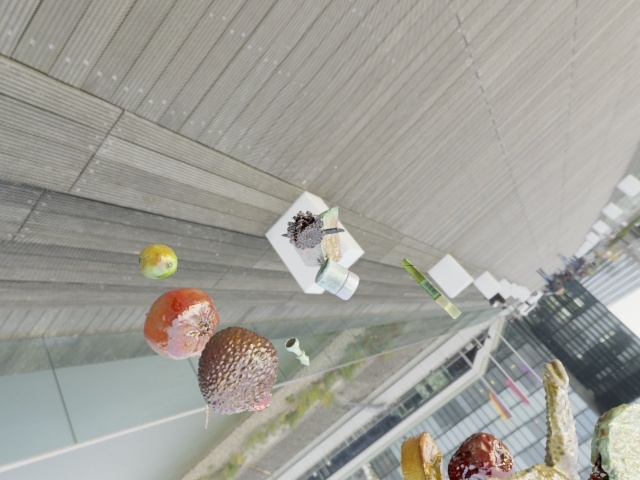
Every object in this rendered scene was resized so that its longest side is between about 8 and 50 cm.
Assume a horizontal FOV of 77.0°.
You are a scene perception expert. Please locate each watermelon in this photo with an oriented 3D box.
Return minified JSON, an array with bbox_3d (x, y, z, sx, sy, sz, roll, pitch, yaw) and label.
[{"bbox_3d":[-0.014,-0.007,1.916,0.264,0.151,0.302,-43,132,-56],"label":"watermelon"}]

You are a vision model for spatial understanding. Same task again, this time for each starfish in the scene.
[{"bbox_3d":[0.387,0.442,0.701,0.432,0.082,0.324,-43,118,-33],"label":"starfish"}]

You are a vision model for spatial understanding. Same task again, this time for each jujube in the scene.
[{"bbox_3d":[0.489,0.700,1.245,0.155,0.155,0.230,-12,136,-42],"label":"jujube"}]

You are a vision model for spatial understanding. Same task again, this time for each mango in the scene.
[{"bbox_3d":[-0.588,0.076,1.438,0.111,0.125,0.233,-9,-179,-37],"label":"mango"}]

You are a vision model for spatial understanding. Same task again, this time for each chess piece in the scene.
[{"bbox_3d":[-0.087,0.465,1.650,0.059,0.059,0.149,-34,117,-7],"label":"chess piece"}]

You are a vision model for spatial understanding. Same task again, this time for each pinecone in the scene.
[{"bbox_3d":[-0.052,-0.039,1.385,0.140,0.121,0.140,-17,144,-12],"label":"pinecone"}]

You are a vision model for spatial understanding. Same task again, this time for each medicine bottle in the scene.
[{"bbox_3d":[0.074,0.175,1.808,0.135,0.168,0.135,-58,-172,13],"label":"medicine bottle"}]

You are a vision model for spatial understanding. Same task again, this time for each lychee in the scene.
[{"bbox_3d":[-0.189,0.291,0.917,0.194,0.194,0.194,-29,153,-17],"label":"lychee"}]

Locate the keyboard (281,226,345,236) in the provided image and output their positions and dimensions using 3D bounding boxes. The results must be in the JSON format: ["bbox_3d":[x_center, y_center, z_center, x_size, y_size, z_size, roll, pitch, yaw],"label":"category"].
[{"bbox_3d":[-0.029,-0.029,1.612,0.250,0.017,0.087,-7,172,22],"label":"keyboard"}]

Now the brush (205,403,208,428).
[{"bbox_3d":[-0.508,0.768,1.818,0.017,0.090,0.314,11,130,-7],"label":"brush"}]

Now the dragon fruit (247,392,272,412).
[{"bbox_3d":[-0.317,0.705,1.896,0.133,0.207,0.150,1,127,-45],"label":"dragon fruit"}]

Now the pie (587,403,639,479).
[{"bbox_3d":[0.836,0.568,1.074,0.274,0.257,0.105,10,173,-19],"label":"pie"}]

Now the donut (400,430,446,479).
[{"bbox_3d":[0.346,0.755,1.299,0.118,0.253,0.253,-25,159,20],"label":"donut"}]

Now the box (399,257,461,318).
[{"bbox_3d":[0.484,0.208,1.797,0.043,0.311,0.173,-45,122,7],"label":"box"}]

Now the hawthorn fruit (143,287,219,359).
[{"bbox_3d":[-0.584,0.325,1.623,0.287,0.330,0.287,-20,112,-62],"label":"hawthorn fruit"}]
